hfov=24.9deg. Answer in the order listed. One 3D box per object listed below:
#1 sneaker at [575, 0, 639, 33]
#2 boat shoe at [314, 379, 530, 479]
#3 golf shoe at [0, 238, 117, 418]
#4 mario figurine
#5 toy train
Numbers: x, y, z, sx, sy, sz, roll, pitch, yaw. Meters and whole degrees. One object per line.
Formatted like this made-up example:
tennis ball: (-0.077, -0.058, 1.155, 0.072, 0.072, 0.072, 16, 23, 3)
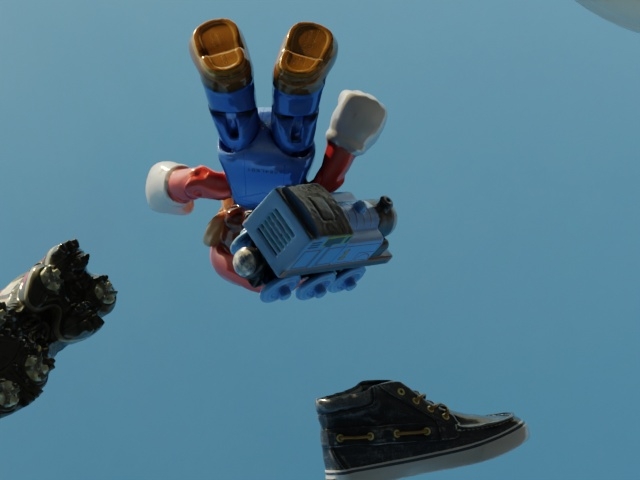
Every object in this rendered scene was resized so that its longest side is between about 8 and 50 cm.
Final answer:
sneaker: (0.121, -0.153, 0.484, 0.071, 0.068, 0.170, 24, -106, 6)
boat shoe: (0.087, 0.153, 1.228, 0.183, 0.065, 0.083, -11, -90, -14)
golf shoe: (-0.290, 0.102, 1.287, 0.105, 0.120, 0.273, 56, -146, -3)
mario figurine: (-0.058, -0.088, 1.412, 0.198, 0.320, 0.170, 31, -126, 22)
toy train: (0.000, 0.000, 1.321, 0.184, 0.105, 0.080, -5, -123, -51)
